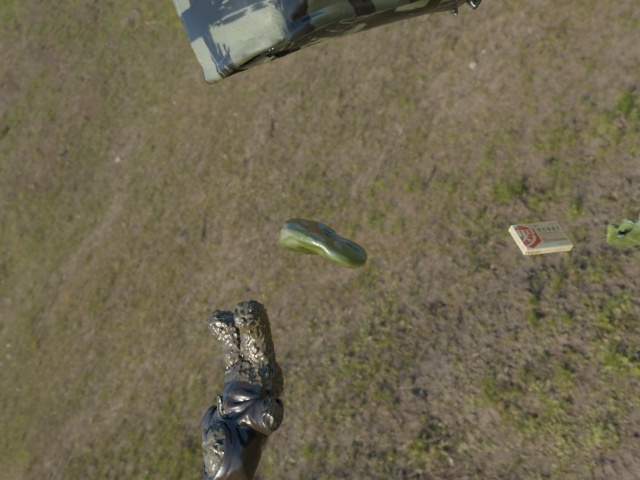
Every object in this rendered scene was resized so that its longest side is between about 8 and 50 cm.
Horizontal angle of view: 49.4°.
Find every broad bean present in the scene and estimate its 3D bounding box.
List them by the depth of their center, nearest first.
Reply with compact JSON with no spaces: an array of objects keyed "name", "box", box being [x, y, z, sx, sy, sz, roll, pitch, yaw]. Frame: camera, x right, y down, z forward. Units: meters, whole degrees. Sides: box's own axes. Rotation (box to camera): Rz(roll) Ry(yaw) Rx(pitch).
[{"name":"broad bean","box":[0.000,0.003,1.410,0.206,0.153,0.072,17,99,50]}]

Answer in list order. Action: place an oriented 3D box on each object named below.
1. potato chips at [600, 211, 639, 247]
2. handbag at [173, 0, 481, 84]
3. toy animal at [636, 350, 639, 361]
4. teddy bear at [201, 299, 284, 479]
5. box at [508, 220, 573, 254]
[{"name":"potato chips","box":[0.812,-0.004,1.504,0.373,0.389,0.097,13,86,28]},{"name":"handbag","box":[0.006,-0.323,0.551,0.327,0.325,0.162,-28,15,-40]},{"name":"toy animal","box":[0.498,0.133,0.957,0.086,0.220,0.069,-39,64,-4]},{"name":"teddy bear","box":[-0.067,0.141,0.634,0.119,0.078,0.160,-20,60,51]},{"name":"box","box":[0.368,-0.005,1.161,0.015,0.093,0.058,107,152,-47]}]
